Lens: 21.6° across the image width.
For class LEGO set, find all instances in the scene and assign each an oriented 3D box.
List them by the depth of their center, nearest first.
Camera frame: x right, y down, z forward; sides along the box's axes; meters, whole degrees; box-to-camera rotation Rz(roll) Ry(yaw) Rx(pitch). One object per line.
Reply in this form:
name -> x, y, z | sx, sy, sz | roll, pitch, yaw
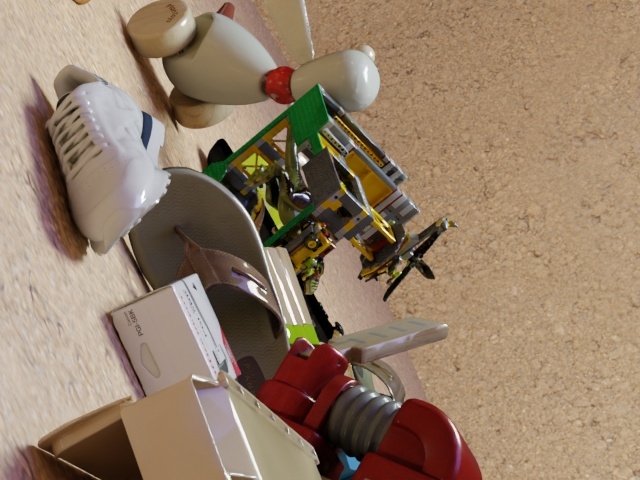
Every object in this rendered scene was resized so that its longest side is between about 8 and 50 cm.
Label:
LEGO set -> 0.000, 0.000, 1.843 | 0.192, 0.255, 0.331 | 44, 7, -27

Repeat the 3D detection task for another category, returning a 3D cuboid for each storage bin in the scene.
storage bin -> -0.043, 0.241, 1.031 | 0.260, 0.123, 0.262 | 52, 15, -66

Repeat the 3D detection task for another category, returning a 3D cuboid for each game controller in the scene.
game controller -> -0.058, 0.011, 2.211 | 0.166, 0.067, 0.319 | -107, 171, -56

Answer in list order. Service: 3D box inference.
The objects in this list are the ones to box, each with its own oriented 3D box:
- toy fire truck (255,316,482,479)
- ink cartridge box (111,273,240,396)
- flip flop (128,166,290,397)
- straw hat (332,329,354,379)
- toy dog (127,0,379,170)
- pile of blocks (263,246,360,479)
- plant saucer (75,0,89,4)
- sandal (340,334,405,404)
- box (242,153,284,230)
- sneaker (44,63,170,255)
toy fire truck -> 0.044, 0.149, 1.337 | 0.217, 0.246, 0.158 | 20, -20, 29
ink cartridge box -> -0.115, 0.085, 1.370 | 0.135, 0.056, 0.099 | -40, 106, -85
flip flop -> -0.085, 0.063, 1.476 | 0.080, 0.112, 0.277 | 161, -91, -79
straw hat -> 0.006, 0.186, 2.077 | 0.144, 0.061, 0.144 | 167, -90, -83
toy dog -> -0.063, -0.225, 2.025 | 0.161, 0.334, 0.220 | -57, 160, -32
pile of blocks -> -0.029, 0.174, 1.623 | 0.362, 0.113, 0.149 | 60, 24, -8
plant saucer -> -0.285, -0.350, 1.795 | 0.200, 0.037, 0.200 | 65, 6, 0
sandal -> 0.077, 0.214, 2.499 | 0.303, 0.086, 0.120 | -104, 168, -64
box -> -0.064, -0.041, 2.518 | 0.109, 0.042, 0.178 | 58, 8, -51
sneaker -> -0.183, -0.069, 1.362 | 0.095, 0.090, 0.235 | 49, 8, -24
